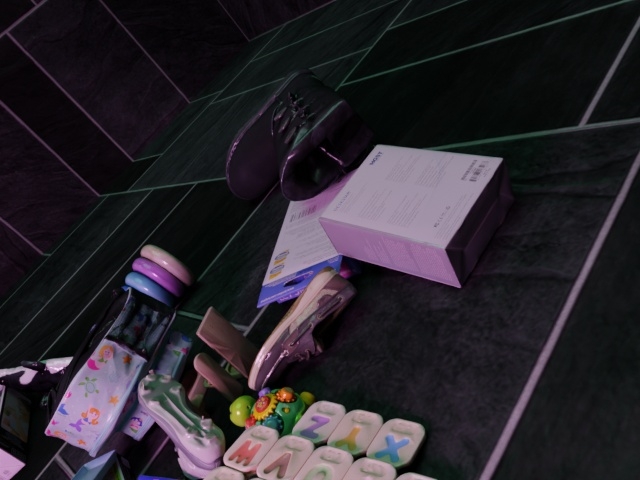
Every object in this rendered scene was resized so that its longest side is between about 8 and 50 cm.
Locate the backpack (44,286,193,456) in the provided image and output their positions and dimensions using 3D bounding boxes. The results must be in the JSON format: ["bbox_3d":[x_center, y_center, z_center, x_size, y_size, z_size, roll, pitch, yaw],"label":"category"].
[{"bbox_3d":[-0.351,0.240,1.054,0.225,0.191,0.253,-49,10,40],"label":"backpack"}]

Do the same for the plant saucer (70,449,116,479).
[{"bbox_3d":[-0.368,0.381,0.920,0.067,0.018,0.192,-27,6,6],"label":"plant saucer"}]

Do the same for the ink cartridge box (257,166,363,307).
[{"bbox_3d":[0.000,0.000,1.129,0.186,0.065,0.311,-23,30,29],"label":"ink cartridge box"}]

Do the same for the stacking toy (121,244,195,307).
[{"bbox_3d":[-0.428,0.175,1.351,0.141,0.141,0.330,5,56,54],"label":"stacking toy"}]

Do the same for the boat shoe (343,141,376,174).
[{"bbox_3d":[0.066,-0.220,1.351,0.095,0.079,0.254,-32,28,16],"label":"boat shoe"}]

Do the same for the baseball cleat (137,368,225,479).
[{"bbox_3d":[-0.213,0.282,0.907,0.072,0.109,0.206,-13,28,-36],"label":"baseball cleat"}]

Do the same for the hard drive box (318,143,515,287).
[{"bbox_3d":[0.144,-0.048,0.927,0.232,0.089,0.181,16,59,41],"label":"hard drive box"}]

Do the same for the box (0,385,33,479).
[{"bbox_3d":[-0.756,0.457,1.387,0.169,0.087,0.290,-42,27,-3],"label":"box"}]

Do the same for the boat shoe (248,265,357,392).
[{"bbox_3d":[-0.026,0.146,0.929,0.073,0.080,0.223,33,87,19],"label":"boat shoe"}]

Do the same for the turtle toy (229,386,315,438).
[{"bbox_3d":[-0.073,0.245,0.853,0.130,0.066,0.095,-14,37,41],"label":"turtle toy"}]

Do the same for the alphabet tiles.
[{"bbox_3d":[-0.014,0.282,0.665,0.284,0.021,0.278,3,33,38],"label":"alphabet tiles"}]

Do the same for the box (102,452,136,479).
[{"bbox_3d":[-0.329,0.428,0.942,0.114,0.036,0.207,-47,28,-12],"label":"box"}]

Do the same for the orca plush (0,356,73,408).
[{"bbox_3d":[-0.652,0.334,1.398,0.287,0.151,0.102,-6,71,0],"label":"orca plush"}]

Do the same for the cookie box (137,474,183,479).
[{"bbox_3d":[-0.221,0.383,0.831,0.092,0.040,0.107,1,42,16],"label":"cookie box"}]

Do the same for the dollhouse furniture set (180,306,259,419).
[{"bbox_3d":[-0.215,0.218,1.012,0.151,0.123,0.144,-20,33,34],"label":"dollhouse furniture set"}]

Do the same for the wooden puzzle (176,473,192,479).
[{"bbox_3d":[-0.218,0.379,0.905,0.083,0.006,0.049,-37,27,7],"label":"wooden puzzle"}]

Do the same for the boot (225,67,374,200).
[{"bbox_3d":[-0.072,-0.179,1.328,0.367,0.146,0.445,-58,26,16],"label":"boot"}]
